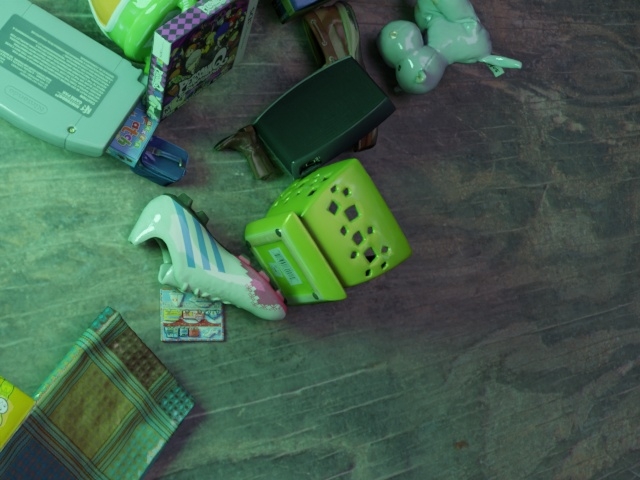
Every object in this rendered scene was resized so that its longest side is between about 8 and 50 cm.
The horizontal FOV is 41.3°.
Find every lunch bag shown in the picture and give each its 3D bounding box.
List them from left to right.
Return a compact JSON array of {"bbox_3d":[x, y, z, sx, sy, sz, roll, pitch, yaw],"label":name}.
[{"bbox_3d":[-0.291,-0.144,1.560,0.098,0.065,0.067,24,68,-29],"label":"lunch bag"}]

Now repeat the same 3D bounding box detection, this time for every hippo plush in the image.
[{"bbox_3d":[0.250,-0.434,1.949,0.236,0.234,0.294,-38,99,-7],"label":"hippo plush"}]

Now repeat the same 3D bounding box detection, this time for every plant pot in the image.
[{"bbox_3d":[0.000,0.000,1.648,0.207,0.227,0.228,-37,103,-29],"label":"plant pot"}]

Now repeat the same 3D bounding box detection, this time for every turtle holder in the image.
[{"bbox_3d":[-0.272,-0.467,1.531,0.227,0.243,0.320,47,61,1],"label":"turtle holder"}]

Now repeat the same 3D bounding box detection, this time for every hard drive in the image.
[{"bbox_3d":[0.005,-0.254,1.696,0.255,0.054,0.172,-35,71,-7],"label":"hard drive"}]

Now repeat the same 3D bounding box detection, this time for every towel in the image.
[{"bbox_3d":[-0.379,0.330,1.384,0.370,0.040,0.271,-55,129,-30],"label":"towel"}]

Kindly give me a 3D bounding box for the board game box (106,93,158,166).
[{"bbox_3d":[-0.385,-0.248,1.498,0.211,0.039,0.160,29,65,-10],"label":"board game box"}]

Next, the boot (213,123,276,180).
[{"bbox_3d":[-0.147,-0.161,1.687,0.106,0.037,0.114,-35,106,-32],"label":"boot"}]

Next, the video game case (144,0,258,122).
[{"bbox_3d":[-0.203,-0.333,1.464,0.042,0.210,0.232,40,57,8],"label":"video game case"}]

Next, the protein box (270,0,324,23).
[{"bbox_3d":[-0.028,-0.589,1.745,0.200,0.136,0.201,-29,99,-10],"label":"protein box"}]

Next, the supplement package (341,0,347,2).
[{"bbox_3d":[0.148,-0.690,1.891,0.263,0.199,0.198,-35,102,-35],"label":"supplement package"}]

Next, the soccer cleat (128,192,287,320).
[{"bbox_3d":[-0.210,0.061,1.563,0.331,0.116,0.143,45,71,-15],"label":"soccer cleat"}]

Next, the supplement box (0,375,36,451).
[{"bbox_3d":[-0.619,0.201,1.184,0.356,0.194,0.195,44,60,-21],"label":"supplement box"}]

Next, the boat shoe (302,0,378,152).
[{"bbox_3d":[0.036,-0.344,1.810,0.120,0.122,0.324,-13,84,-12],"label":"boat shoe"}]

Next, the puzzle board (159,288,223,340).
[{"bbox_3d":[-0.237,0.138,1.578,0.128,0.011,0.096,4,79,-35],"label":"puzzle board"}]

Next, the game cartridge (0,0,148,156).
[{"bbox_3d":[-0.460,-0.274,1.428,0.297,0.062,0.198,31,69,-8],"label":"game cartridge"}]
